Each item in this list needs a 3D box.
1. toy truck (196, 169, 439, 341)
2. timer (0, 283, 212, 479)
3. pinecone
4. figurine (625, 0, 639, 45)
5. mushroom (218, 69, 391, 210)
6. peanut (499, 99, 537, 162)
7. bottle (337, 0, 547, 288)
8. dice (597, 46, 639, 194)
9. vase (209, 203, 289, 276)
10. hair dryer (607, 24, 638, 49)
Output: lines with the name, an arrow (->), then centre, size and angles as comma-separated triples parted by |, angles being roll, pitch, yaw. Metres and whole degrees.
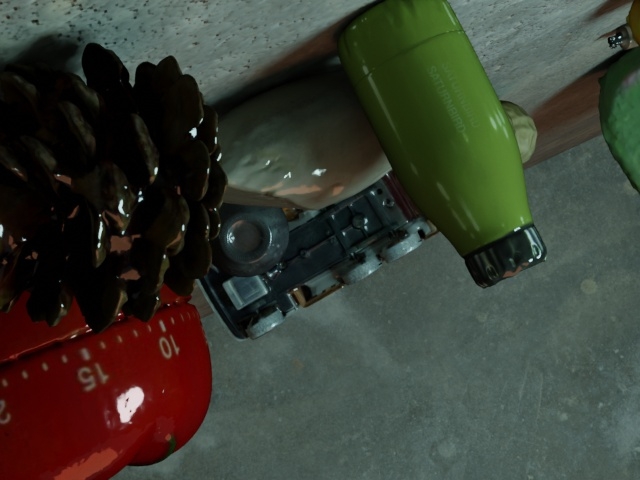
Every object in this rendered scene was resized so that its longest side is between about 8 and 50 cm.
toy truck -> 0.000, 0.000, 1.617 | 0.387, 0.173, 0.207 | -30, -178, 16
timer -> -0.311, 0.148, 1.099 | 0.378, 0.279, 0.378 | -24, 176, -2
pinecone -> -0.162, -0.035, 0.643 | 0.204, 0.184, 0.179 | 8, 180, -34
figurine -> 0.491, -0.312, 1.229 | 0.156, 0.131, 0.246 | -10, 150, -51
mushroom -> 0.016, -0.110, 0.982 | 0.350, 0.128, 0.128 | -27, 176, -28
peanut -> 0.235, -0.154, 1.502 | 0.136, 0.120, 0.298 | -33, 169, 24
bottle -> 0.114, -0.086, 0.883 | 0.112, 0.260, 0.112 | -25, 174, -3
dice -> 0.708, -0.236, 1.754 | 0.318, 0.330, 0.322 | -26, 176, -43
vase -> -0.106, -0.017, 1.382 | 0.120, 0.120, 0.183 | -25, -170, -1
hair dryer -> 0.515, -0.321, 1.510 | 0.181, 0.064, 0.117 | -18, 171, -17
